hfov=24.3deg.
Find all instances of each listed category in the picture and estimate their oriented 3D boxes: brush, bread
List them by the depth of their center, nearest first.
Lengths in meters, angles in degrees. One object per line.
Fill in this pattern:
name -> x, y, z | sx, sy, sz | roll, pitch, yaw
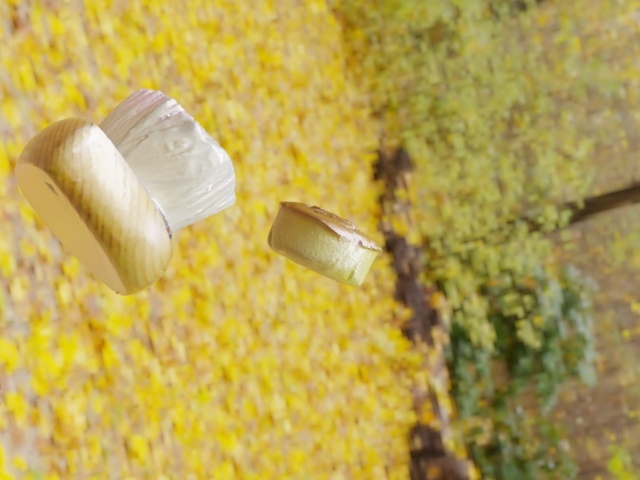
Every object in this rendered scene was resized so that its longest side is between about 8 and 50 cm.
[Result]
brush -> -0.187, -0.068, 1.432 | 0.174, 0.166, 0.267 | 44, -13, 12
bread -> -0.002, -0.001, 2.021 | 0.086, 0.156, 0.125 | -65, 154, -1
